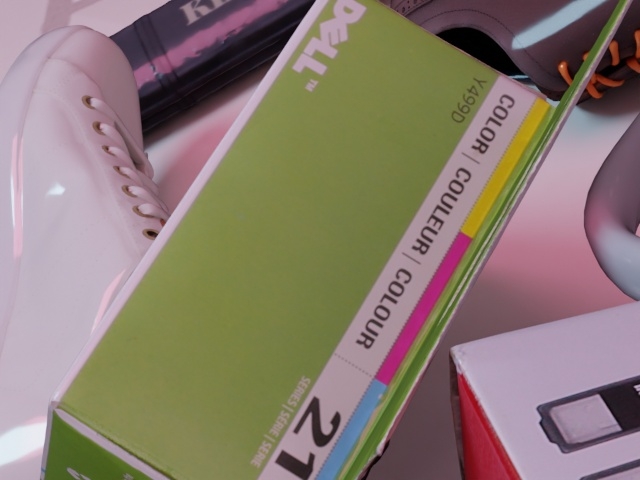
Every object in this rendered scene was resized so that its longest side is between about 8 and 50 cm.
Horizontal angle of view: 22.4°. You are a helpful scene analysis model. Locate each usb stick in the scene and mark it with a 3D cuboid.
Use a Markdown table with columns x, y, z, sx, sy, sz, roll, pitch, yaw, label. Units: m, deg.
| x | y | z | sx | sy | sz | roll | pitch | yaw | label |
| --- | --- | --- | --- | --- | --- | --- | --- | --- | --- |
| -0.035 | -0.129 | 0.893 | 0.278 | 0.045 | 0.077 | -30 | 35 | 3 | usb stick |

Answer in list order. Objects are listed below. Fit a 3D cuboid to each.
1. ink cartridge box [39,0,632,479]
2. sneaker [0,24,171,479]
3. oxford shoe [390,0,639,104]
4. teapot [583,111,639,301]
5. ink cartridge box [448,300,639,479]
| x | y | z | sx | sy | sz | roll | pitch | yaw | label |
| --- | --- | --- | --- | --- | --- | --- | --- | --- | --- |
| 0.000 | 0.000 | 0.524 | 0.097 | 0.255 | 0.189 | 31 | 67 | 3 | ink cartridge box |
| -0.086 | 0.010 | 0.730 | 0.123 | 0.106 | 0.290 | -15 | 50 | 18 | sneaker |
| 0.143 | -0.101 | 0.708 | 0.271 | 0.097 | 0.098 | 5 | 69 | 46 | oxford shoe |
| 0.225 | -0.090 | 0.473 | 0.252 | 0.256 | 0.187 | 11 | 20 | -11 | teapot |
| 0.137 | 0.141 | 0.305 | 0.272 | 0.130 | 0.309 | -13 | 35 | -10 | ink cartridge box |
